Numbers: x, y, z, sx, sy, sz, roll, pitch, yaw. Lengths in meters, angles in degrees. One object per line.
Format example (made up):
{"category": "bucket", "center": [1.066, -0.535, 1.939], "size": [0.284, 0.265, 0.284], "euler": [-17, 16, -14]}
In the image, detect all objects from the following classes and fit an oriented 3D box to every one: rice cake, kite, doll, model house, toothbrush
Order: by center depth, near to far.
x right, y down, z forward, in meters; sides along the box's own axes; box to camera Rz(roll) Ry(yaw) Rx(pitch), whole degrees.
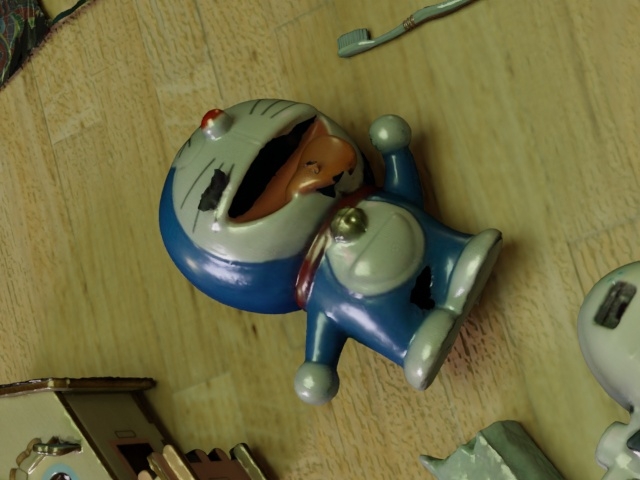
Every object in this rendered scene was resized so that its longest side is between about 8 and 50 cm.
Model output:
{"category": "rice cake", "center": [0.160, 0.207, 1.026], "size": [0.063, 0.069, 0.206], "euler": [-50, 61, 22]}
{"category": "doll", "center": [0.000, 0.000, 1.084], "size": [0.257, 0.161, 0.215], "euler": [26, 73, 20]}
{"category": "toothbrush", "center": [0.092, -0.177, 1.118], "size": [0.193, 0.013, 0.019], "euler": [-19, 69, 31]}
{"category": "model house", "center": [-0.233, 0.214, 1.217], "size": [0.326, 0.169, 0.244], "euler": [-48, 63, 22]}
{"category": "kite", "center": [-0.255, -0.234, 1.340], "size": [0.285, 0.015, 0.152], "euler": [-27, 74, 29]}

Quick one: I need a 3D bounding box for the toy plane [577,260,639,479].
{"category": "toy plane", "center": [0.280, 0.093, 0.921], "size": [0.266, 0.122, 0.267], "euler": [-9, 67, 21]}
